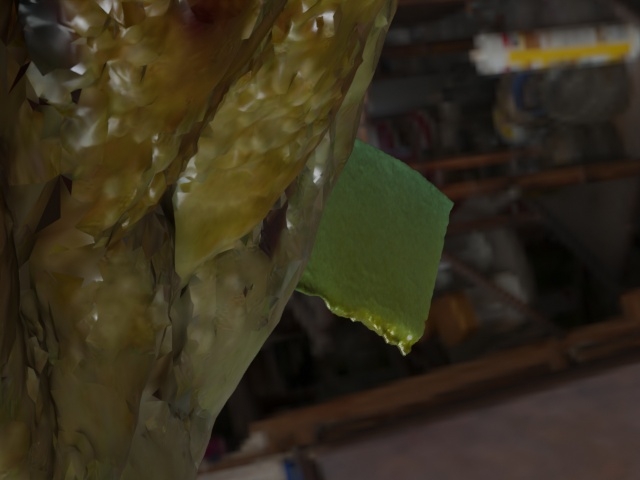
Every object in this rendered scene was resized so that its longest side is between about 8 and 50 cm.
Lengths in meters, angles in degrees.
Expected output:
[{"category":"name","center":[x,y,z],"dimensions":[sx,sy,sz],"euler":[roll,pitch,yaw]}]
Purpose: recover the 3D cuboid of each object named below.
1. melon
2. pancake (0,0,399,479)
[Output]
[{"category":"melon","center":[0.000,0.000,0.915],"dimensions":[0.053,0.262,0.114],"euler":[-13,77,25]},{"category":"pancake","center":[-0.048,-0.055,0.406],"dimensions":[0.082,0.387,0.387],"euler":[17,124,17]}]
